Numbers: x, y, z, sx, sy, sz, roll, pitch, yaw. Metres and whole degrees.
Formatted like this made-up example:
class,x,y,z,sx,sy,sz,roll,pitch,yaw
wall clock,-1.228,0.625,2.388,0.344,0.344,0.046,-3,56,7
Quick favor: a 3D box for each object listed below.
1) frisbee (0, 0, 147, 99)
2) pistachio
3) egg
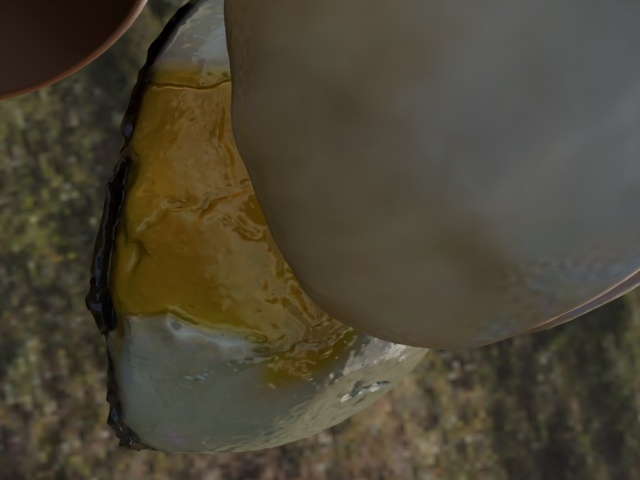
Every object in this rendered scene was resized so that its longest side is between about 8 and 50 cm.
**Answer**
class,x,y,z,sx,sy,sz,roll,pitch,yaw
frisbee,-0.221,-0.173,1.208,0.251,0.251,0.021,43,21,-52
pistachio,0.083,-0.106,0.704,0.230,0.309,0.230,41,5,-5
egg,0.000,0.000,1.229,0.337,0.201,0.337,14,90,-70
